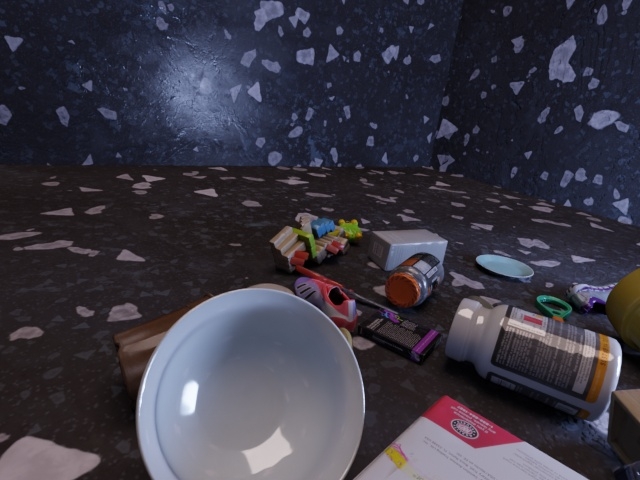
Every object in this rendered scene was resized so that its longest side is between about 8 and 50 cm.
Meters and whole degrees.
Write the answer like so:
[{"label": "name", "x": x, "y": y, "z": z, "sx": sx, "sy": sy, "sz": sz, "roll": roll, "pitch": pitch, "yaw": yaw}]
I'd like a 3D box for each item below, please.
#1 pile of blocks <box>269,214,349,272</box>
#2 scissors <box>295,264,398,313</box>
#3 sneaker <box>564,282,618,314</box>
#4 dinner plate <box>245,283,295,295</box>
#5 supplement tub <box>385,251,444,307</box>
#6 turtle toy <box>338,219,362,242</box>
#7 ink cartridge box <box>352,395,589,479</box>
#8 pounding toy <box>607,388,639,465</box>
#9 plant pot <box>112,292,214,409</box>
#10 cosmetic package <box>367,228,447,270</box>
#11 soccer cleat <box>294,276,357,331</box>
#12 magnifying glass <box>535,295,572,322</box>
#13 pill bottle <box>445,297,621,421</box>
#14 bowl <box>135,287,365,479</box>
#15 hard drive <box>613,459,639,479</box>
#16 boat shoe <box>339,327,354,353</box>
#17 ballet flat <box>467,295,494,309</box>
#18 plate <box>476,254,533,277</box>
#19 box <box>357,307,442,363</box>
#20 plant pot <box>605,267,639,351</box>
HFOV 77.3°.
[{"label": "pile of blocks", "x": 0.000, "y": 0.000, "z": 1.271, "sx": 0.113, "sy": 0.148, "sz": 0.362, "roll": 19, "pitch": 23, "yaw": 31}, {"label": "scissors", "x": 0.060, "y": 0.131, "z": 1.072, "sx": 0.297, "sy": 0.021, "sz": 0.109, "roll": 24, "pitch": -5, "yaw": 32}, {"label": "sneaker", "x": 0.844, "y": 0.185, "z": 1.182, "sx": 0.224, "sy": 0.083, "sz": 0.098, "roll": -1, "pitch": 42, "yaw": -8}, {"label": "dinner plate", "x": -0.134, "y": 0.140, "z": 1.040, "sx": 0.142, "sy": 0.017, "sz": 0.141, "roll": 5, "pitch": 21, "yaw": -2}, {"label": "supplement tub", "x": 0.258, "y": 0.109, "z": 1.104, "sx": 0.117, "sy": 0.116, "sz": 0.190, "roll": 19, "pitch": 24, "yaw": 29}, {"label": "turtle toy", "x": 0.092, "y": -0.026, "z": 1.486, "sx": 0.131, "sy": 0.066, "sz": 0.095, "roll": 0, "pitch": 45, "yaw": -13}, {"label": "ink cartridge box", "x": 0.149, "y": 0.338, "z": 0.432, "sx": 0.226, "sy": 0.131, "sz": 0.306, "roll": 25, "pitch": 28, "yaw": 39}, {"label": "pounding toy", "x": 0.532, "y": 0.319, "z": 0.629, "sx": 0.101, "sy": 0.141, "sz": 0.130, "roll": -7, "pitch": 19, "yaw": 8}, {"label": "plant pot", "x": -0.247, "y": 0.193, "z": 0.676, "sx": 0.165, "sy": 0.166, "sz": 0.167, "roll": -16, "pitch": 29, "yaw": -29}, {"label": "cosmetic package", "x": 0.296, "y": 0.028, "z": 1.364, "sx": 0.238, "sy": 0.107, "sz": 0.127, "roll": 1, "pitch": 21, "yaw": -24}, {"label": "soccer cleat", "x": 0.012, "y": 0.135, "z": 0.986, "sx": 0.083, "sy": 0.094, "sz": 0.248, "roll": -5, "pitch": 23, "yaw": -28}, {"label": "magnifying glass", "x": 0.647, "y": 0.206, "z": 1.100, "sx": 0.092, "sy": 0.026, "sz": 0.231, "roll": 14, "pitch": 22, "yaw": 19}, {"label": "pill bottle", "x": 0.404, "y": 0.220, "z": 0.789, "sx": 0.279, "sy": 0.162, "sz": 0.162, "roll": 18, "pitch": 23, "yaw": 27}, {"label": "bowl", "x": -0.098, "y": 0.227, "z": 0.564, "sx": 0.298, "sy": 0.134, "sz": 0.297, "roll": 11, "pitch": 60, "yaw": -20}, {"label": "hard drive", "x": 0.498, "y": 0.351, "z": 0.491, "sx": 0.255, "sy": 0.054, "sz": 0.171, "roll": 2, "pitch": 65, "yaw": -9}, {"label": "boat shoe", "x": 0.038, "y": 0.228, "z": 0.804, "sx": 0.048, "sy": 0.056, "sz": 0.153, "roll": 8, "pitch": 27, "yaw": -10}, {"label": "ballet flat", "x": 0.410, "y": 0.199, "z": 0.978, "sx": 0.068, "sy": 0.072, "sz": 0.213, "roll": -6, "pitch": 24, "yaw": -20}, {"label": "plate", "x": 0.639, "y": 0.096, "z": 1.398, "sx": 0.189, "sy": 0.024, "sz": 0.188, "roll": 6, "pitch": 19, "yaw": -2}, {"label": "box", "x": 0.182, "y": 0.215, "z": 0.922, "sx": 0.162, "sy": 0.029, "sz": 0.116, "roll": 21, "pitch": 24, "yaw": 31}, {"label": "plant pot", "x": 0.822, "y": 0.204, "z": 0.881, "sx": 0.254, "sy": 0.253, "sz": 0.238, "roll": 8, "pitch": 35, "yaw": 3}]
